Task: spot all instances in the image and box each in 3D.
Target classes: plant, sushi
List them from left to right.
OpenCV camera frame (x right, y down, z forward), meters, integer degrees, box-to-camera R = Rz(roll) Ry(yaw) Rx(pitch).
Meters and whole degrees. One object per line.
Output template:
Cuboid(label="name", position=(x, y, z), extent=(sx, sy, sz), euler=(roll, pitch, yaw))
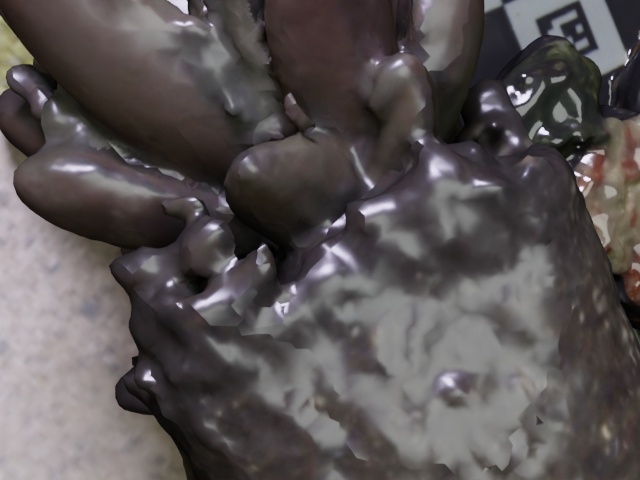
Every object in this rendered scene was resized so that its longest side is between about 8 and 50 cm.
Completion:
Cuboid(label="plant", position=(0.000, 0.000, 0.625), extent=(0.181, 0.194, 0.320), euler=(-31, 93, -8))
Cuboid(label="sushi", position=(0.131, -0.030, 0.755), extent=(0.220, 0.047, 0.231), euler=(11, 85, -19))
